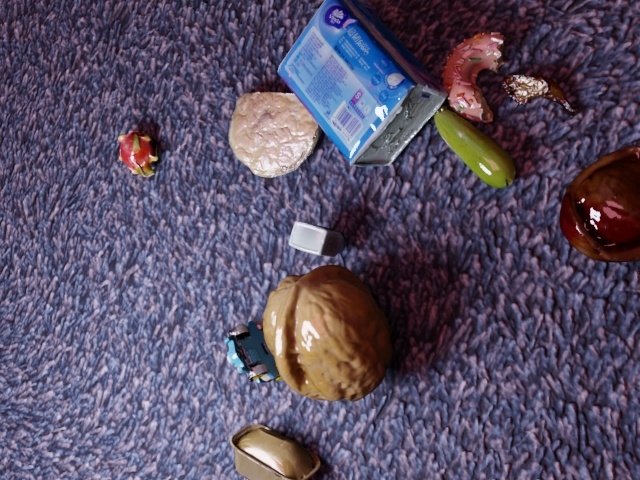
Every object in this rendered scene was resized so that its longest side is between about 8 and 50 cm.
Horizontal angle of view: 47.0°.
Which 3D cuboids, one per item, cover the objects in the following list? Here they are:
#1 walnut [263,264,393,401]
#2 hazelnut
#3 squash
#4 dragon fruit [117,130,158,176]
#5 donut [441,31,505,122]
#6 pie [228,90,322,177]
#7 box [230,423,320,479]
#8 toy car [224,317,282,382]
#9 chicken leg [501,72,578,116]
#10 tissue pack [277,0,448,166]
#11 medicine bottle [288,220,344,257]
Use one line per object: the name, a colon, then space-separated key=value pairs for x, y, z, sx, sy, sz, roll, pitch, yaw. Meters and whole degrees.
walnut: x=0.014 y=0.162 z=1.314 sx=0.224 sy=0.257 sz=0.257 roll=11 pitch=89 yaw=42
hazelnut: x=0.478 y=-0.057 z=1.168 sx=0.170 sy=0.160 sz=0.201 roll=41 pitch=99 yaw=-4
squash: x=0.276 y=-0.172 z=1.333 sx=0.066 sy=0.066 sz=0.201 roll=-45 pitch=66 yaw=14
dragon fruit: x=-0.406 y=-0.191 z=1.647 sx=0.086 sy=0.081 sz=0.116 roll=-18 pitch=76 yaw=12
donut: x=0.272 y=-0.304 z=1.348 sx=0.117 sy=0.065 sz=0.166 roll=10 pitch=87 yaw=25
pie: x=-0.098 y=-0.222 z=1.520 sx=0.218 sy=0.052 sz=0.185 roll=7 pitch=85 yaw=23
box: x=-0.090 y=0.421 z=1.423 sx=0.177 sy=0.111 sz=0.111 roll=21 pitch=94 yaw=25
toy car: x=-0.138 y=0.231 z=1.437 sx=0.098 sy=0.161 sz=0.126 roll=-38 pitch=71 yaw=28
chicken leg: x=0.389 y=-0.262 z=1.305 sx=0.145 sy=0.037 sz=0.062 roll=19 pitch=115 yaw=26
tissue pack: x=0.075 y=-0.296 z=1.382 sx=0.198 sy=0.146 sz=0.263 roll=-50 pitch=63 yaw=30
medicine bottle: x=0.000 y=0.000 z=1.414 sx=0.074 sy=0.118 sz=0.055 roll=16 pitch=91 yaw=27
